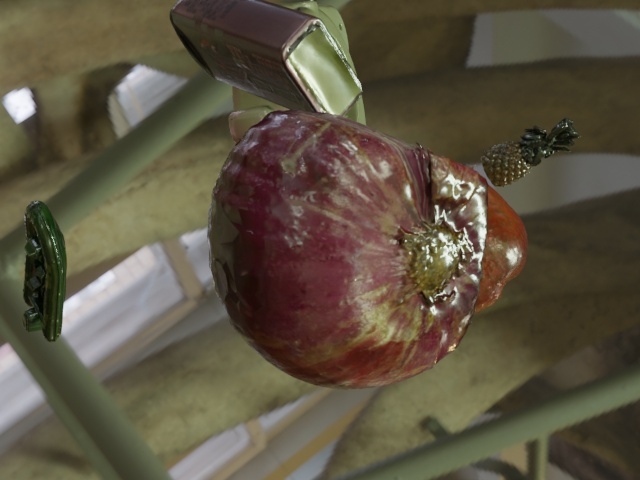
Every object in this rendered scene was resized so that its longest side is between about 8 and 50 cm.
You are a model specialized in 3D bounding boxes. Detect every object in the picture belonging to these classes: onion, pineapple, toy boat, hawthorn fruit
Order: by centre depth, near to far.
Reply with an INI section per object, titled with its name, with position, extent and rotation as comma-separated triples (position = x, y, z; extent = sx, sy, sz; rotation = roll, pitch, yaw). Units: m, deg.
[onion]
position = 0.009, 0.009, 0.974
extent = 0.272, 0.230, 0.256
rotation = -20, -102, 53
[toy boat]
position = -0.361, 0.038, 1.400
extent = 0.104, 0.052, 0.210
rotation = 53, -38, 39
[pineapple]
position = 0.340, -0.144, 1.729
extent = 0.074, 0.159, 0.074
rotation = 45, 29, -34
[hawthorn fruit]
position = 0.262, -0.003, 2.100
extent = 0.300, 0.275, 0.275
rotation = 64, -14, 8

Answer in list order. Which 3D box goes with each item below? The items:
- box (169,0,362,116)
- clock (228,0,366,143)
[box]
position = -0.062, -0.205, 1.163
extent = 0.224, 0.069, 0.120
rotation = 28, -18, 45
[clock]
position = -0.029, -0.176, 1.505
extent = 0.284, 0.114, 0.309
rotation = -24, 105, -65
